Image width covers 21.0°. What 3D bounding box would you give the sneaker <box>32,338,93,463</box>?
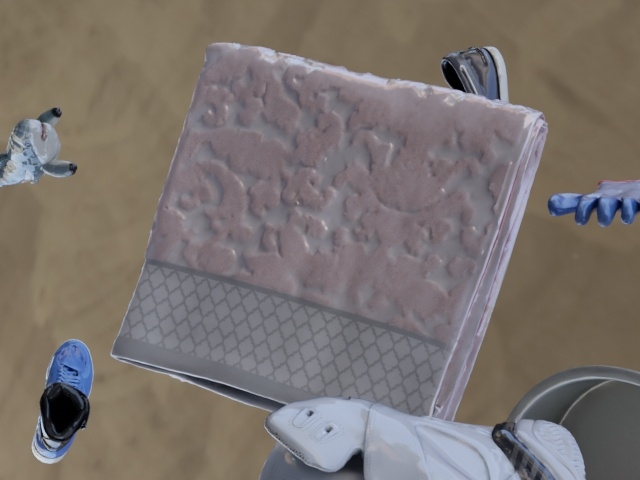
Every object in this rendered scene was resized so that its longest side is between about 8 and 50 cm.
[{"bbox_3d":[-0.284,0.169,1.947,0.084,0.058,0.152,127,-20,-56],"label":"sneaker"}]

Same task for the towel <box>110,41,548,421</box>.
[{"bbox_3d":[0.000,0.000,1.510,0.332,0.053,0.317,15,-97,24],"label":"towel"}]

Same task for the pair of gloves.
[{"bbox_3d":[0.282,-0.037,1.367,0.198,0.159,0.023,-1,-79,14],"label":"pair of gloves"}]

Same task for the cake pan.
[{"bbox_3d":[0.253,0.227,1.297,0.293,0.054,0.293,23,-59,43],"label":"cake pan"}]

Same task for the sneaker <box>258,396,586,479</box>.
[{"bbox_3d":[0.057,0.202,1.047,0.366,0.210,0.137,-78,177,-73],"label":"sneaker"}]

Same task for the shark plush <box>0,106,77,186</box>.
[{"bbox_3d":[-0.315,-0.088,1.753,0.161,0.067,0.073,-16,-99,46],"label":"shark plush"}]

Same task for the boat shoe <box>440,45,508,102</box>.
[{"bbox_3d":[0.164,-0.103,1.830,0.075,0.065,0.206,-8,-93,61],"label":"boat shoe"}]
